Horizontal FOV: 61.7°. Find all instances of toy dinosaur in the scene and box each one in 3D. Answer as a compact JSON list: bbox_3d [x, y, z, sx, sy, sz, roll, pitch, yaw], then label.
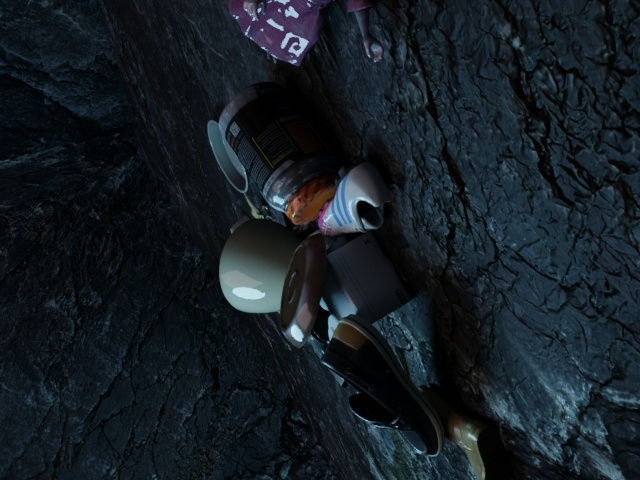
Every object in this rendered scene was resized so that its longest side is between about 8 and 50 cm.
[{"bbox_3d":[-0.230,-0.102,2.009,0.093,0.053,0.183,4,139,45],"label":"toy dinosaur"}]

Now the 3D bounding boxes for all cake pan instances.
[{"bbox_3d":[-0.328,-0.320,2.000,0.293,0.054,0.293,49,156,30],"label":"cake pan"}]

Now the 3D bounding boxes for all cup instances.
[{"bbox_3d":[-0.134,0.101,1.793,0.237,0.331,0.331,9,128,38],"label":"cup"}]

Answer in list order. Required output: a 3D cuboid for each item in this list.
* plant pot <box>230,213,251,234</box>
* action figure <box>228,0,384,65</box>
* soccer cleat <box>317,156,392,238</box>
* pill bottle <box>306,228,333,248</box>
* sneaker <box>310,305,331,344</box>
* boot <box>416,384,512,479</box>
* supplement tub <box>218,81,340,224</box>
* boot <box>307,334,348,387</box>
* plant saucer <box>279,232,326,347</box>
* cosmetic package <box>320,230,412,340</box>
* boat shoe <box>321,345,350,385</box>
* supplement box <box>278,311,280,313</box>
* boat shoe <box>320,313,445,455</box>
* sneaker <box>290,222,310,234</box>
[{"bbox_3d":[-0.326,-0.028,2.310,0.109,0.096,0.109,45,154,38],"label":"plant pot"},{"bbox_3d":[-0.007,-0.470,0.976,0.370,0.248,0.275,-7,68,55],"label":"action figure"},{"bbox_3d":[0.079,-0.059,1.300,0.143,0.116,0.331,55,158,16],"label":"soccer cleat"},{"bbox_3d":[0.000,0.000,1.633,0.065,0.065,0.116,62,159,-1],"label":"pill bottle"},{"bbox_3d":[-0.012,0.197,1.481,0.051,0.089,0.170,122,157,-56],"label":"sneaker"},{"bbox_3d":[0.374,0.532,1.434,0.269,0.089,0.236,13,120,64],"label":"boot"},{"bbox_3d":[-0.094,-0.220,1.370,0.338,0.207,0.207,56,159,16],"label":"supplement tub"},{"bbox_3d":[0.039,0.479,2.147,0.208,0.076,0.189,55,174,35],"label":"boot"},{"bbox_3d":[-0.054,0.127,1.425,0.310,0.050,0.310,-167,90,-75],"label":"plant saucer"},{"bbox_3d":[0.077,0.146,1.513,0.217,0.156,0.385,59,160,9],"label":"cosmetic package"},{"bbox_3d":[0.066,0.420,2.001,0.254,0.079,0.095,56,159,13],"label":"boat shoe"},{"bbox_3d":[-0.169,0.155,2.134,0.191,0.129,0.194,35,147,50],"label":"supplement box"},{"bbox_3d":[0.158,0.403,1.362,0.187,0.156,0.500,11,141,53],"label":"boat shoe"},{"bbox_3d":[-0.069,-0.049,1.725,0.038,0.069,0.098,50,157,27],"label":"sneaker"}]
